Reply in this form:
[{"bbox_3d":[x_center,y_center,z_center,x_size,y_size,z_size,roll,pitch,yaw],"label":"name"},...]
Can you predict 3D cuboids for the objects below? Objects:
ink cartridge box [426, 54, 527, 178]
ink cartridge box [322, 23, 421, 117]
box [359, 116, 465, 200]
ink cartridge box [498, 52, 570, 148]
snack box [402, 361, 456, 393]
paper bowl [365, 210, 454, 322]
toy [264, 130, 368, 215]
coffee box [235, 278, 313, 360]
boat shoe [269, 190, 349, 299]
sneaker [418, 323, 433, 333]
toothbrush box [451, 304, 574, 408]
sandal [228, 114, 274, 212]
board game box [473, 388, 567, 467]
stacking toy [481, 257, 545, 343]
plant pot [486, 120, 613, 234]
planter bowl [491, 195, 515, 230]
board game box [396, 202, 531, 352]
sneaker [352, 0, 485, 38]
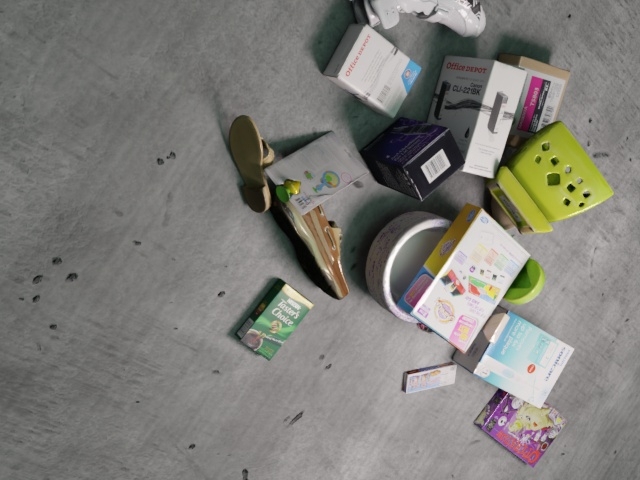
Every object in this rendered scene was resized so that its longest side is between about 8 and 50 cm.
[{"bbox_3d":[0.374,-0.313,1.716,0.114,0.197,0.272,9,102,-30],"label":"ink cartridge box"},{"bbox_3d":[0.122,-0.398,1.618,0.191,0.082,0.139,28,92,-32],"label":"ink cartridge box"},{"bbox_3d":[0.219,-0.202,1.665,0.153,0.207,0.108,-41,121,-12],"label":"box"},{"bbox_3d":[0.549,-0.368,1.859,0.193,0.088,0.234,5,106,-31],"label":"ink cartridge box"},{"bbox_3d":[0.326,0.409,2.045,0.178,0.022,0.064,-5,110,-27],"label":"snack box"},{"bbox_3d":[0.246,0.061,1.806,0.284,0.148,0.284,-9,111,-25],"label":"paper bowl"},{"bbox_3d":[-0.013,-0.151,1.598,0.237,0.056,0.137,-34,81,-39],"label":"toy"},{"bbox_3d":[-0.114,0.198,1.720,0.184,0.040,0.113,-51,122,-4],"label":"coffee box"},{"bbox_3d":[0.000,0.000,1.669,0.120,0.122,0.324,-39,121,-19],"label":"boat shoe"},{"bbox_3d":[0.302,0.229,1.949,0.047,0.057,0.119,-46,123,-10],"label":"sneaker"},{"bbox_3d":[0.583,0.344,2.078,0.295,0.126,0.216,30,91,-25],"label":"toothbrush box"},{"bbox_3d":[-0.143,-0.185,1.567,0.079,0.088,0.240,-45,136,-46],"label":"sandal"},{"bbox_3d":[0.674,0.603,2.289,0.347,0.056,0.208,40,90,-33],"label":"board game box"},{"bbox_3d":[0.497,0.155,1.903,0.130,0.279,0.309,36,92,-31],"label":"stacking toy"},{"bbox_3d":[0.558,-0.141,1.738,0.207,0.227,0.228,-37,88,2],"label":"plant pot"},{"bbox_3d":[0.542,-0.113,1.915,0.162,0.162,0.109,-33,95,-15],"label":"planter bowl"},{"bbox_3d":[0.372,0.100,1.764,0.242,0.064,0.316,37,87,-33],"label":"board game box"},{"bbox_3d":[0.210,-0.543,1.589,0.366,0.137,0.210,35,89,-28],"label":"sneaker"}]
